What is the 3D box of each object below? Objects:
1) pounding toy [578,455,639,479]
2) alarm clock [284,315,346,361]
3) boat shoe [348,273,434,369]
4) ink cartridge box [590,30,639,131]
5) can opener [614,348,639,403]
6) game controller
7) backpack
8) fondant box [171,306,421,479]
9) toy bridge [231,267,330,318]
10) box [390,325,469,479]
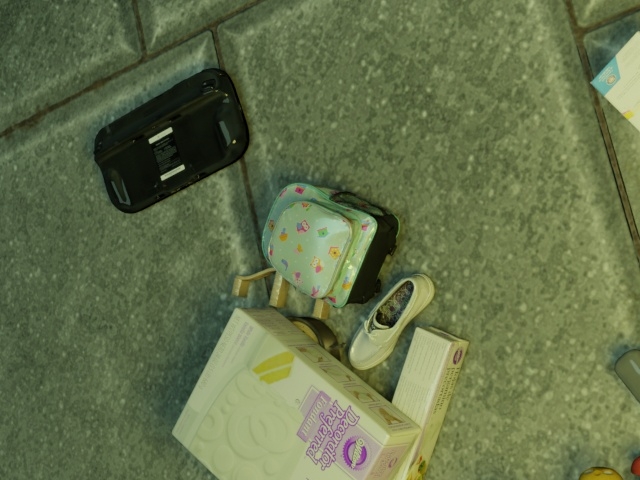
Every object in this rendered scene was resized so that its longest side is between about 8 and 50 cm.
[{"bbox_3d":[0.363,0.326,1.542,0.237,0.183,0.110,1,91,38],"label":"pounding toy"},{"bbox_3d":[-0.046,0.177,1.904,0.192,0.064,0.129,23,100,31],"label":"alarm clock"},{"bbox_3d":[0.097,0.123,1.811,0.184,0.063,0.066,-45,64,23],"label":"boat shoe"},{"bbox_3d":[0.445,-0.186,1.582,0.092,0.090,0.143,-48,64,22],"label":"ink cartridge box"},{"bbox_3d":[0.467,0.264,1.543,0.093,0.074,0.280,-42,65,25],"label":"can opener"},{"bbox_3d":[-0.261,-0.167,2.088,0.319,0.067,0.166,-24,88,31],"label":"game controller"},{"bbox_3d":[0.000,0.000,1.841,0.188,0.144,0.166,32,109,35],"label":"backpack"},{"bbox_3d":[-0.043,0.284,1.802,0.330,0.096,0.238,36,107,30],"label":"fondant box"},{"bbox_3d":[-0.064,0.076,1.947,0.188,0.026,0.063,13,91,34],"label":"toy bridge"},{"bbox_3d":[0.130,0.287,1.776,0.067,0.063,0.324,21,98,33],"label":"box"}]
